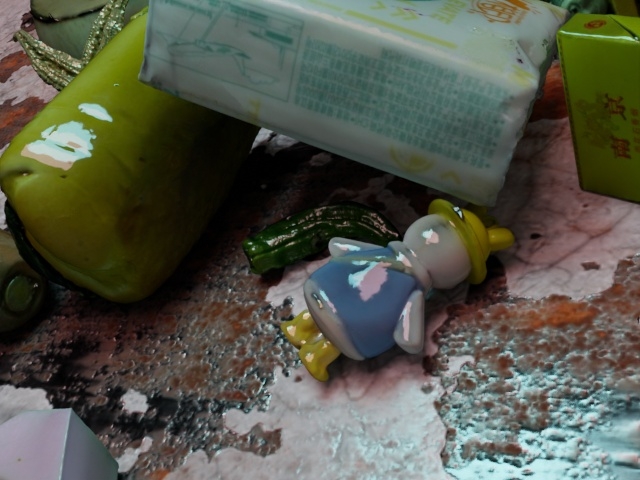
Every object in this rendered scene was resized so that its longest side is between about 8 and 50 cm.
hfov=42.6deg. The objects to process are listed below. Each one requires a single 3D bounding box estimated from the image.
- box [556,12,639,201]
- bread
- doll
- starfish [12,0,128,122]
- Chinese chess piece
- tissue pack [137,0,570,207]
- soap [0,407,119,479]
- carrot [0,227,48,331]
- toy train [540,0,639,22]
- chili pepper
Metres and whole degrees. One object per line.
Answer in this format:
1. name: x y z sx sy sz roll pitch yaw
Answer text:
1. box: 0.370 -0.093 0.702 0.335 0.187 0.047 21 55 43
2. bread: -0.217 -0.102 1.008 0.208 0.251 0.376 15 50 19
3. doll: 0.075 0.038 0.794 0.241 0.099 0.135 -31 21 -8
4. starfish: -0.383 -0.251 1.346 0.358 0.078 0.347 -4 70 26
5. Chinese chess piece: -0.369 -0.449 1.548 0.349 0.146 0.349 -14 40 12
6. tissue pack: 0.049 -0.210 0.887 0.388 0.162 0.287 21 35 12
7. soap: -0.295 0.314 0.675 0.208 0.115 0.347 -6 42 23
8. carrot: -0.483 0.041 1.076 0.302 0.139 0.139 2 47 33
9. toy train: 0.349 -0.379 1.081 0.237 0.150 0.369 -24 38 17
10. chili pepper: 0.003 -0.004 0.919 0.182 0.050 0.073 -10 34 15
